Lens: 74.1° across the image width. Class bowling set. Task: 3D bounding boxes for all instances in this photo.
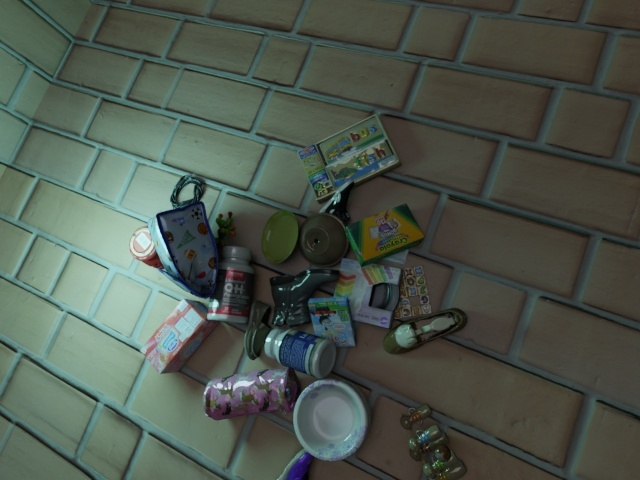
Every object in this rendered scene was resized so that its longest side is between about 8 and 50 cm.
[{"bbox_3d":[0.376,0.735,1.488,0.154,0.200,0.287,-34,66,6],"label":"bowling set"}]

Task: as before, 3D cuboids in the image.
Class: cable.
[{"bbox_3d":[-0.667,-0.227,2.104,0.150,0.047,0.185,32,84,15],"label":"cable"}]

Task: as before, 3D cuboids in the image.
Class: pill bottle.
[{"bbox_3d":[-0.083,0.440,1.690,0.264,0.153,0.153,8,78,32],"label":"pill bottle"},{"bbox_3d":[-0.382,0.193,1.841,0.176,0.176,0.319,1,77,16],"label":"pill bottle"}]

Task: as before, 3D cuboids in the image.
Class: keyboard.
[{"bbox_3d":[0.242,0.036,1.797,0.255,0.014,0.072,16,76,18],"label":"keyboard"}]

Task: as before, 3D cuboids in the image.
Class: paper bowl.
[{"bbox_3d":[0.050,0.671,1.615,0.284,0.148,0.284,-4,76,15],"label":"paper bowl"}]

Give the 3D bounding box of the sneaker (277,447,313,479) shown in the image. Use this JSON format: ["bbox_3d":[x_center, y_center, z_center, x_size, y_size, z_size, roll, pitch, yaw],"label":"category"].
[{"bbox_3d":[-0.085,0.931,1.619,0.146,0.102,0.293,37,93,17],"label":"sneaker"}]

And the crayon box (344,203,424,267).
[{"bbox_3d":[0.258,-0.022,1.723,0.278,0.081,0.165,-21,70,-12],"label":"crayon box"}]

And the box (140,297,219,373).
[{"bbox_3d":[-0.614,0.420,1.866,0.154,0.142,0.300,39,89,21],"label":"box"}]

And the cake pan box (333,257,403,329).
[{"bbox_3d":[0.192,0.214,1.727,0.266,0.070,0.246,11,83,21],"label":"cake pan box"}]

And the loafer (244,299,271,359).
[{"bbox_3d":[-0.261,0.381,1.803,0.087,0.094,0.251,0,76,20],"label":"loafer"}]

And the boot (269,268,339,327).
[{"bbox_3d":[-0.059,0.243,1.776,0.338,0.118,0.223,-15,75,29],"label":"boot"}]

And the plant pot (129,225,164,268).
[{"bbox_3d":[-0.788,0.029,2.001,0.191,0.174,0.191,-4,77,17],"label":"plant pot"}]

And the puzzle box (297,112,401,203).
[{"bbox_3d":[0.124,-0.371,1.911,0.408,0.052,0.272,-25,70,8],"label":"puzzle box"}]

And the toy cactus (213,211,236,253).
[{"bbox_3d":[-0.444,-0.020,1.939,0.112,0.181,0.219,12,35,-10],"label":"toy cactus"}]

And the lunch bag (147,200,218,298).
[{"bbox_3d":[-0.577,0.057,1.806,0.238,0.327,0.386,-21,99,-26],"label":"lunch bag"}]

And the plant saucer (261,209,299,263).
[{"bbox_3d":[-0.172,-0.015,1.868,0.241,0.037,0.241,-15,68,41],"label":"plant saucer"}]

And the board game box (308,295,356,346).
[{"bbox_3d":[0.049,0.328,1.698,0.160,0.039,0.212,-6,111,17],"label":"board game box"}]

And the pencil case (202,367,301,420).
[{"bbox_3d":[-0.279,0.623,1.717,0.385,0.167,0.160,-11,105,13],"label":"pencil case"}]

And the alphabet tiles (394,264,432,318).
[{"bbox_3d":[0.318,0.218,1.730,0.237,0.009,0.198,-12,74,12],"label":"alphabet tiles"}]

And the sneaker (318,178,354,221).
[{"bbox_3d":[0.103,-0.152,1.831,0.121,0.079,0.217,44,115,5],"label":"sneaker"}]

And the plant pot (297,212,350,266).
[{"bbox_3d":[0.000,0.000,1.787,0.237,0.109,0.238,2,95,21],"label":"plant pot"}]

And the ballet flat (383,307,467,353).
[{"bbox_3d":[0.393,0.342,1.615,0.342,0.124,0.116,-20,72,10],"label":"ballet flat"}]
